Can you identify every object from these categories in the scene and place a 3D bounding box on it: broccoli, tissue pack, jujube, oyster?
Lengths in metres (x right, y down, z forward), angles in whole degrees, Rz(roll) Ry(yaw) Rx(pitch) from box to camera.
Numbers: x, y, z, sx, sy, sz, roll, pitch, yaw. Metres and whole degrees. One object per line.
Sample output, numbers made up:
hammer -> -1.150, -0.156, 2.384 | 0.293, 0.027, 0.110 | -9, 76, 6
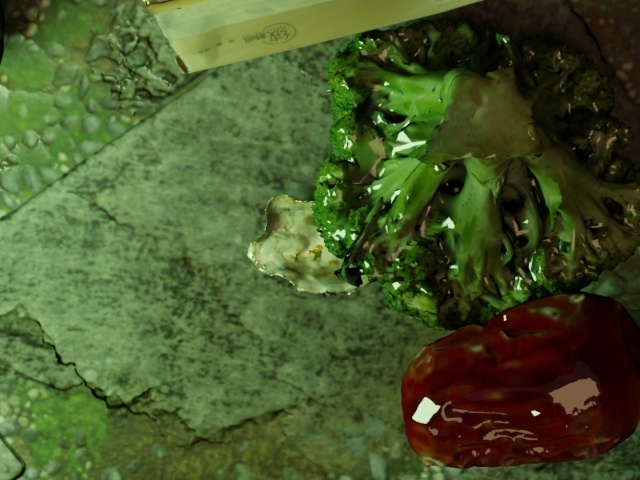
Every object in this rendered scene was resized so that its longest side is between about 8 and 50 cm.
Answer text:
broccoli -> 0.145, -0.081, 1.667 | 0.321, 0.283, 0.304 | -10, 76, -2
tissue pack -> -0.003, -0.282, 1.658 | 0.305, 0.238, 0.239 | -14, 107, 7
jujube -> 0.184, 0.132, 1.630 | 0.230, 0.155, 0.155 | -12, 108, 10
oyster -> 0.007, 0.006, 1.813 | 0.148, 0.051, 0.103 | 25, 112, 11

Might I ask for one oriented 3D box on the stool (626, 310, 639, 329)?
stool -> 0.314, 0.211, 1.806 | 0.269, 0.170, 0.244 | -1, 107, 3

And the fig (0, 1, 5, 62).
fig -> -0.380, -0.203, 1.724 | 0.156, 0.123, 0.123 | 3, 109, 2
